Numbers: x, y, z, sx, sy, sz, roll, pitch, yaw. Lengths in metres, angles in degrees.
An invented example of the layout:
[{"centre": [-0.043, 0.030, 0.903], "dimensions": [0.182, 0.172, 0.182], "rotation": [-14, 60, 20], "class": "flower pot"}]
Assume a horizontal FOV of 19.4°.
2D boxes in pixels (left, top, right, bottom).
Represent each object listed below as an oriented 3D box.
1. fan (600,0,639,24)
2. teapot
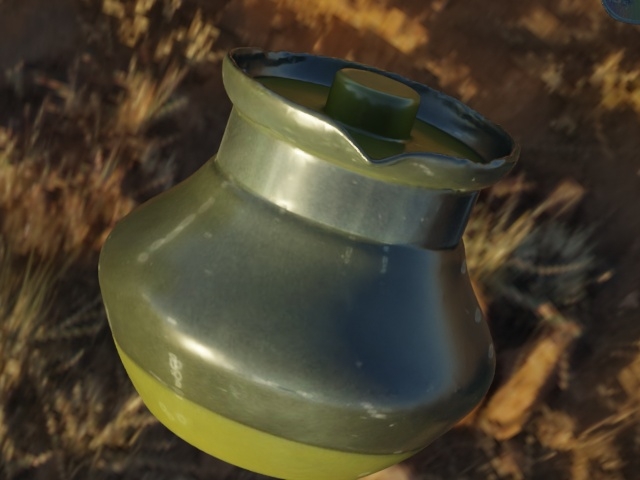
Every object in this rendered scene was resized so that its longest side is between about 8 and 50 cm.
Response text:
[{"centre": [0.206, -0.172, 1.188], "dimensions": [0.060, 0.003, 0.080], "rotation": [24, 77, -21], "class": "fan"}, {"centre": [0.000, 0.000, 0.606], "dimensions": [0.130, 0.165, 0.119], "rotation": [19, 107, -3], "class": "teapot"}]
